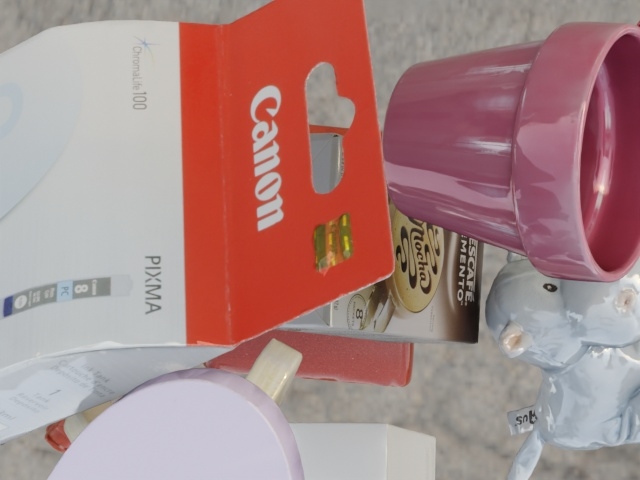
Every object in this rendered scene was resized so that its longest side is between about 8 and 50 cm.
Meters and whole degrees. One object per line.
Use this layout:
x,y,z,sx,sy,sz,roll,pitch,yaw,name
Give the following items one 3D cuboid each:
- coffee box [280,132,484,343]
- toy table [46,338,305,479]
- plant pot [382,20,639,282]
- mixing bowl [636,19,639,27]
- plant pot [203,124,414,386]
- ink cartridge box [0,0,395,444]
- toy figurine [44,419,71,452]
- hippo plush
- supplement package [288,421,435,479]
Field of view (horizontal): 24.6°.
0.040,0.007,1.371,0.119,0.168,0.297,0,174,31,coffee box
-0.091,0.197,1.037,0.252,0.161,0.274,40,109,3,toy table
0.156,-0.074,1.156,0.180,0.201,0.201,7,142,30,plant pot
0.487,-0.248,1.821,0.181,0.098,0.181,24,144,19,mixing bowl
0.000,0.000,1.851,0.267,0.267,0.235,6,136,-6,plant pot
-0.141,-0.045,1.077,0.385,0.308,0.091,-24,140,25,ink cartridge box
-0.369,0.152,1.877,0.148,0.209,0.213,-48,150,11,toy figurine
0.270,0.082,1.498,0.294,0.234,0.236,-20,123,28,hippo plush
0.043,0.238,1.452,0.105,0.105,0.179,-1,169,19,supplement package
